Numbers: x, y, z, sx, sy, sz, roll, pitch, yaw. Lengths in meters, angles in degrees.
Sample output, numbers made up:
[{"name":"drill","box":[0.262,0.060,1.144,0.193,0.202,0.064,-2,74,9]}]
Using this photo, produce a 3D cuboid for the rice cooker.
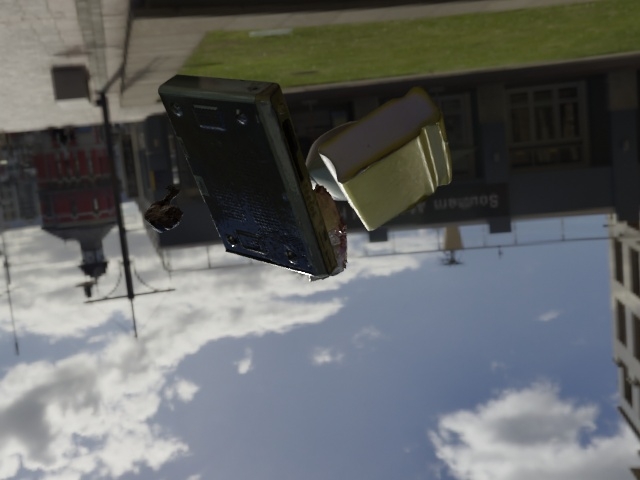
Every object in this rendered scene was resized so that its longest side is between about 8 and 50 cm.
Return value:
[{"name":"rice cooker","box":[0.060,-0.161,1.545,0.206,0.127,0.145,-26,137,33]}]

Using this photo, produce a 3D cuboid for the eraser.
[{"name":"eraser","box":[0.098,-0.104,1.039,0.158,0.069,0.226,-31,159,4]}]

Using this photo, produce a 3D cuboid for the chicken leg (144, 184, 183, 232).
[{"name":"chicken leg","box":[-0.404,-0.080,1.968,0.106,0.051,0.253,-29,-153,2]}]

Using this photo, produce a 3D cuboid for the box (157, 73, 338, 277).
[{"name":"box","box":[-0.094,-0.079,0.972,0.211,0.270,0.045,15,-134,37]}]

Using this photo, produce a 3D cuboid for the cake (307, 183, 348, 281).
[{"name":"cake","box":[-0.007,-0.018,1.414,0.086,0.116,0.220,-20,158,-6]}]
